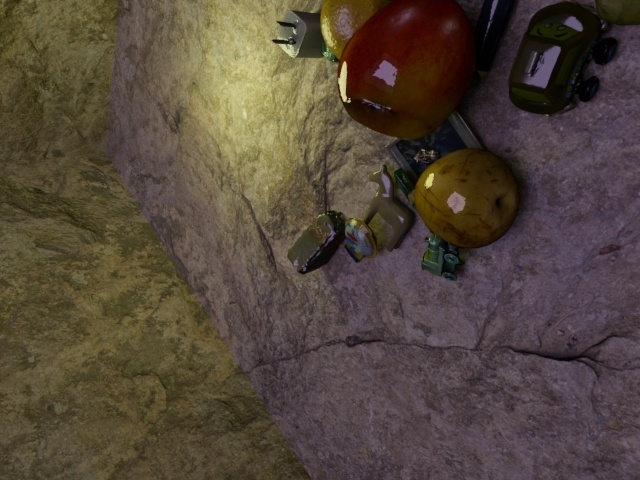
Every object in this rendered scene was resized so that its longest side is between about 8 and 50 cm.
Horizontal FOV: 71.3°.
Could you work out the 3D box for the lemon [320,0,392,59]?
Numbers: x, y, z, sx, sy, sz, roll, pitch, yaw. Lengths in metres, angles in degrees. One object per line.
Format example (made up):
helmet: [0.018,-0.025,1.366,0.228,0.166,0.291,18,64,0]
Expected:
lemon: [0.117,-0.654,1.357,0.228,0.228,0.254,-4,113,47]

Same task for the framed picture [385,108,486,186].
framed picture: [0.349,-0.279,1.376,0.209,0.019,0.281,54,140,0]

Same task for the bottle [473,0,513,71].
bottle: [0.442,-0.572,1.155,0.082,0.072,0.245,19,121,10]

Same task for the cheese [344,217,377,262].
cheese: [0.143,0.005,1.667,0.177,0.069,0.270,52,160,14]

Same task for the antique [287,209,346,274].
antique: [0.000,0.000,1.812,0.125,0.150,0.284,53,127,19]

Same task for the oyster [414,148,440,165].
oyster: [0.328,-0.255,1.382,0.083,0.019,0.054,12,125,39]

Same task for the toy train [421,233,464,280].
toy train: [0.383,0.048,1.396,0.132,0.083,0.200,21,153,24]

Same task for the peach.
peach: [0.223,-0.451,1.161,0.369,0.369,0.371,20,119,41]

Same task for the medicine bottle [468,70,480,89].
medicine bottle: [0.346,-0.429,1.322,0.260,0.064,0.095,-16,107,45]

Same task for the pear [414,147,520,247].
pear: [0.404,-0.118,1.239,0.280,0.280,0.281,20,119,41]

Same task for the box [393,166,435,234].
box: [0.315,-0.119,1.434,0.034,0.132,0.235,-34,77,6]

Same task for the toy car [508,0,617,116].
toy car: [0.530,-0.416,1.029,0.204,0.198,0.248,34,125,35]

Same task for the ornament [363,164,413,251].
ornament: [0.231,-0.120,1.563,0.230,0.061,0.245,48,137,26]

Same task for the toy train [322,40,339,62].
toy train: [0.043,-0.652,1.522,0.081,0.149,0.099,1,109,18]

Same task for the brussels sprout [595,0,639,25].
brussels sprout: [0.650,-0.543,0.880,0.223,0.161,0.224,3,95,34]

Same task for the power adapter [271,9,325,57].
power adapter: [-0.081,-0.719,1.556,0.125,0.204,0.130,49,133,22]
